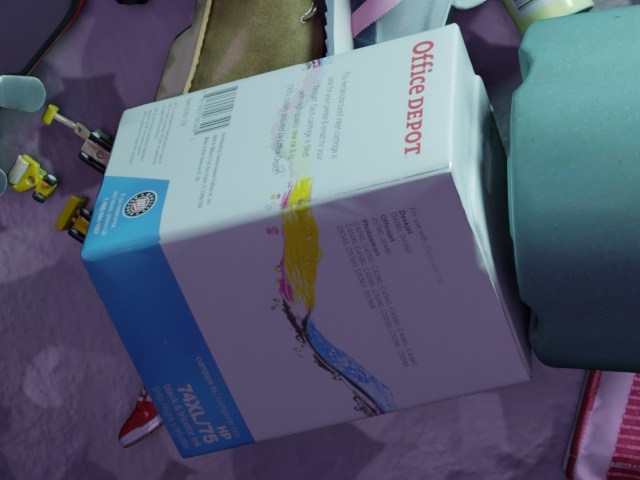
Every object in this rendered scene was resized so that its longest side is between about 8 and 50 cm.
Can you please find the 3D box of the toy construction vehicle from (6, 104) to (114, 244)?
[{"bbox_3d":[-0.194,-0.051,1.577,0.098,0.035,0.086,31,107,3],"label":"toy construction vehicle"}]

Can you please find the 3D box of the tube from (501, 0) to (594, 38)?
[{"bbox_3d":[0.131,-0.272,1.526,0.070,0.062,0.240,-27,87,-38],"label":"tube"}]

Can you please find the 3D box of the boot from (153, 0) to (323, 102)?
[{"bbox_3d":[-0.041,-0.201,1.519,0.115,0.112,0.305,17,105,-2],"label":"boot"}]

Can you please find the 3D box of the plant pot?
[{"bbox_3d":[0.315,-0.039,1.382,0.334,0.341,0.341,-1,95,15],"label":"plant pot"}]

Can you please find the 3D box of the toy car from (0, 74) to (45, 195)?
[{"bbox_3d":[-0.308,-0.110,1.501,0.188,0.149,0.155,22,96,-28],"label":"toy car"}]

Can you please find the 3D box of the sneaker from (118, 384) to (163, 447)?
[{"bbox_3d":[-0.131,0.107,1.577,0.118,0.042,0.067,-43,95,-2],"label":"sneaker"}]

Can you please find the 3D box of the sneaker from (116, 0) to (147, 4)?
[{"bbox_3d":[-0.113,-0.245,1.537,0.152,0.058,0.084,-37,86,10],"label":"sneaker"}]

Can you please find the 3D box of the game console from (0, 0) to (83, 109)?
[{"bbox_3d":[-0.432,-0.189,1.565,0.386,0.060,0.342,40,96,-1],"label":"game console"}]

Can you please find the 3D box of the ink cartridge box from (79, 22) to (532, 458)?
[{"bbox_3d":[0.000,0.000,1.431,0.270,0.198,0.197,-14,123,15],"label":"ink cartridge box"}]

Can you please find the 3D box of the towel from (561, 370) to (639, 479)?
[{"bbox_3d":[0.374,0.120,1.538,0.329,0.037,0.237,14,95,6],"label":"towel"}]

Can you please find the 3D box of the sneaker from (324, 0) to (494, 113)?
[{"bbox_3d":[0.069,-0.229,1.504,0.131,0.112,0.319,-1,103,8],"label":"sneaker"}]
